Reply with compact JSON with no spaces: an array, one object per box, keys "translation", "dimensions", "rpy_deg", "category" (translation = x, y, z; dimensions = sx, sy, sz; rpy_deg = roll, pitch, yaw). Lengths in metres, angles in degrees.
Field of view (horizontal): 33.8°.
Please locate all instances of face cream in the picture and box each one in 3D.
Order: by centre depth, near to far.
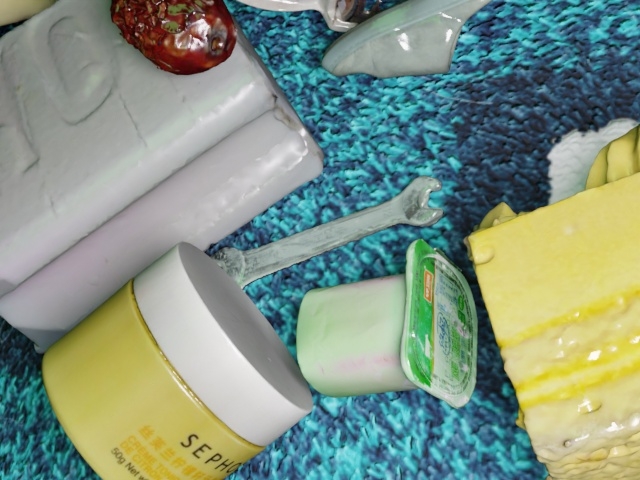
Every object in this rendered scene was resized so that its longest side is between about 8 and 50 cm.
[{"translation":[-0.143,0.140,1.066],"dimensions":[0.179,0.218,0.218],"rpy_deg":[-38,55,5],"category":"face cream"}]

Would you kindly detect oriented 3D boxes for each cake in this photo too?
[{"translation":[0.262,0.056,0.911],"dimensions":[0.227,0.222,0.286],"rpy_deg":[-22,57,13],"category":"cake"}]

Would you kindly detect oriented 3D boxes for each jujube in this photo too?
[{"translation":[-0.161,-0.229,1.092],"dimensions":[0.166,0.104,0.104],"rpy_deg":[26,79,37],"category":"jujube"}]

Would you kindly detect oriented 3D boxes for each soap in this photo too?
[{"translation":[-0.260,-0.123,1.267],"dimensions":[0.435,0.213,0.350],"rpy_deg":[-32,54,7],"category":"soap"}]

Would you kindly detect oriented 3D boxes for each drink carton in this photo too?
[{"translation":[0.063,0.094,1.047],"dimensions":[0.142,0.144,0.146],"rpy_deg":[-13,59,31],"category":"drink carton"}]

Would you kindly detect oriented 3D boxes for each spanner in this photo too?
[{"translation":[0.000,0.000,1.191],"dimensions":[0.302,0.017,0.071],"rpy_deg":[-19,59,17],"category":"spanner"}]

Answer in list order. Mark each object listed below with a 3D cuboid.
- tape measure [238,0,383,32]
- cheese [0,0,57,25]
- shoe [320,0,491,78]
[{"translation":[-0.039,-0.406,1.309],"dimensions":[0.265,0.130,0.258],"rpy_deg":[8,65,-6],"category":"tape measure"},{"translation":[-0.592,-0.346,1.528],"dimensions":[0.384,0.104,0.384],"rpy_deg":[-10,19,4],"category":"cheese"},{"translation":[0.121,-0.238,1.216],"dimensions":[0.251,0.103,0.100],"rpy_deg":[-27,99,27],"category":"shoe"}]
